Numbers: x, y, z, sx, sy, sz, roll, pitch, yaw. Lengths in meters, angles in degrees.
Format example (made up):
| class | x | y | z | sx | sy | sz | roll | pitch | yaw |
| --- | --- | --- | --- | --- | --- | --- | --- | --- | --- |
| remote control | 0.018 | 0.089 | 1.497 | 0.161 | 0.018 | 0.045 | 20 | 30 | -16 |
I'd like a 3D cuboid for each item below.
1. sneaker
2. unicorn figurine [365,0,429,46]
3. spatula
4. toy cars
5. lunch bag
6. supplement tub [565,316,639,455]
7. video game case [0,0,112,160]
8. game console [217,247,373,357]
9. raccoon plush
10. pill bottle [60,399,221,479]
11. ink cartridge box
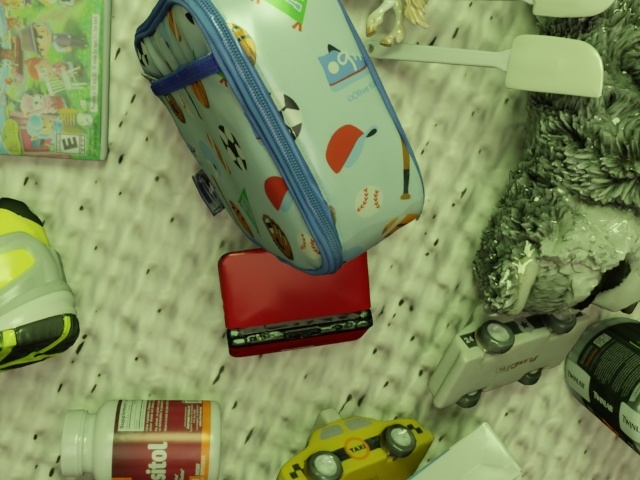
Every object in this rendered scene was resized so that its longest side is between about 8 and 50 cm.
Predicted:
| class | x | y | z | sx | sy | sz | roll | pitch | yaw |
| --- | --- | --- | --- | --- | --- | --- | --- | --- | --- |
| sneaker | -0.415 | 0.069 | 0.692 | 0.384 | 0.145 | 0.147 | -12 | 75 | -5 |
| unicorn figurine | 0.025 | -0.244 | 0.709 | 0.161 | 0.060 | 0.111 | 9 | 93 | 0 |
| spatula | 0.148 | -0.223 | 0.676 | 0.019 | 0.242 | 0.168 | -6 | 108 | -52 |
| toy cars | 0.102 | 0.164 | 0.802 | 0.393 | 0.087 | 0.176 | -37 | 145 | 0 |
| lunch bag | -0.053 | -0.104 | 0.614 | 0.115 | 0.303 | 0.243 | -35 | 108 | -14 |
| supplement tub | 0.348 | 0.161 | 0.793 | 0.116 | 0.190 | 0.117 | -2 | 103 | -8 |
| video game case | -0.290 | -0.184 | 0.691 | 0.193 | 0.023 | 0.213 | 3 | 103 | -10 |
| game console | -0.026 | 0.060 | 0.766 | 0.143 | 0.124 | 0.085 | -7 | 74 | -8 |
| raccoon plush | 0.209 | -0.139 | 0.748 | 0.299 | 0.216 | 0.447 | -33 | 76 | 14 |
| pill bottle | -0.178 | 0.204 | 0.769 | 0.151 | 0.086 | 0.086 | 2 | 103 | -10 |
| ink cartridge box | 0.156 | 0.254 | 0.821 | 0.104 | 0.181 | 0.062 | -36 | 69 | 0 |
